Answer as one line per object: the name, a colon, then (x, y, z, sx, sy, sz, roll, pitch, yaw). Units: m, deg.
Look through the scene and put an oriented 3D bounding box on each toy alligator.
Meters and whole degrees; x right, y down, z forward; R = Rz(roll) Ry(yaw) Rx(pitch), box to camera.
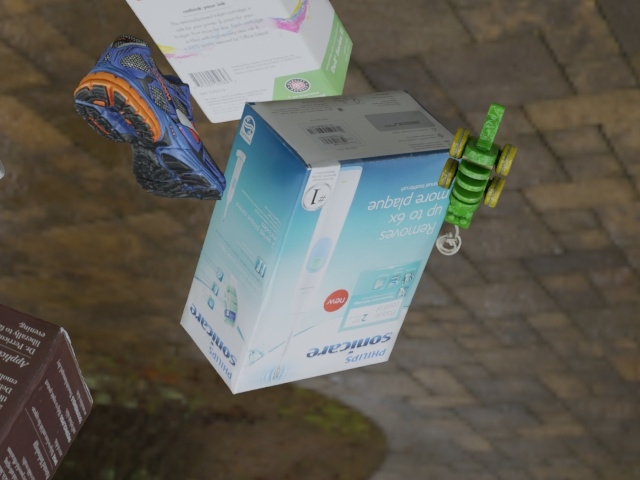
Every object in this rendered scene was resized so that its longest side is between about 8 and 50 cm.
toy alligator: (0.132, -0.041, 1.353, 0.056, 0.051, 0.190, 22, 133, 6)

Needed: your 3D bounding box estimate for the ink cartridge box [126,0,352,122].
ink cartridge box: (-0.124, -0.321, 1.923, 0.207, 0.119, 0.353, -6, 140, 26)

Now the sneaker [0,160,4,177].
sneaker: (-0.509, -0.124, 1.959, 0.121, 0.217, 0.079, -37, 148, -4)

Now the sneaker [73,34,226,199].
sneaker: (-0.141, -0.107, 1.378, 0.083, 0.087, 0.221, 6, 152, 25)

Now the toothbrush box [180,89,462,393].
toothbrush box: (0.000, 0.000, 1.581, 0.216, 0.126, 0.296, -8, 132, -37)

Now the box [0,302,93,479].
box: (-0.331, 0.164, 1.315, 0.168, 0.203, 0.167, 21, 153, 13)
